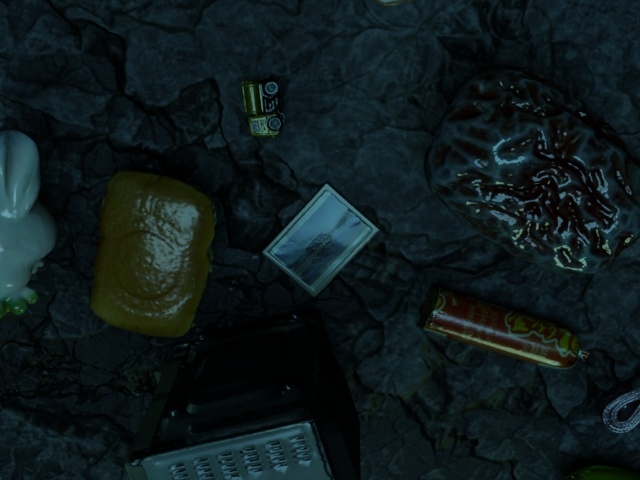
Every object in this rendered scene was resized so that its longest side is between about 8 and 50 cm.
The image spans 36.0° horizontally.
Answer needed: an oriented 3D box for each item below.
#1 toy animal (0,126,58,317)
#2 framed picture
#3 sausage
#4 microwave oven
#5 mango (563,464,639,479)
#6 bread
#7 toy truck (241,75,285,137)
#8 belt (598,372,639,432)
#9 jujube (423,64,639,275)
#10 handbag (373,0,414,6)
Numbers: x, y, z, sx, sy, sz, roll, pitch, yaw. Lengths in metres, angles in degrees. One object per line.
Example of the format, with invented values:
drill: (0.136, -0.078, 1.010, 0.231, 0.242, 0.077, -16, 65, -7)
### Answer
toy animal: (-0.506, -0.009, 1.403, 0.309, 0.183, 0.247, -16, 108, 7)
framed picture: (0.000, 0.000, 1.477, 0.109, 0.011, 0.149, 40, 106, -11)
sausage: (0.281, 0.137, 1.482, 0.263, 0.083, 0.083, 17, 109, -5)
microwave oven: (-0.096, 0.262, 1.389, 0.286, 0.355, 0.219, -15, 107, 8)
mango: (0.484, 0.427, 1.555, 0.232, 0.111, 0.125, 19, 123, -17)
bread: (-0.240, 0.016, 1.435, 0.174, 0.121, 0.246, 13, 111, -4)
toy truck: (-0.080, -0.187, 1.396, 0.054, 0.049, 0.083, -5, 108, 5)
belt: (0.525, 0.209, 1.507, 0.071, 0.053, 0.232, 44, 105, -4)
jujube: (0.294, -0.091, 1.328, 0.317, 0.226, 0.226, 31, 107, -7)
handbag: (0.099, -0.412, 1.301, 0.151, 0.072, 0.193, -15, 109, 8)
